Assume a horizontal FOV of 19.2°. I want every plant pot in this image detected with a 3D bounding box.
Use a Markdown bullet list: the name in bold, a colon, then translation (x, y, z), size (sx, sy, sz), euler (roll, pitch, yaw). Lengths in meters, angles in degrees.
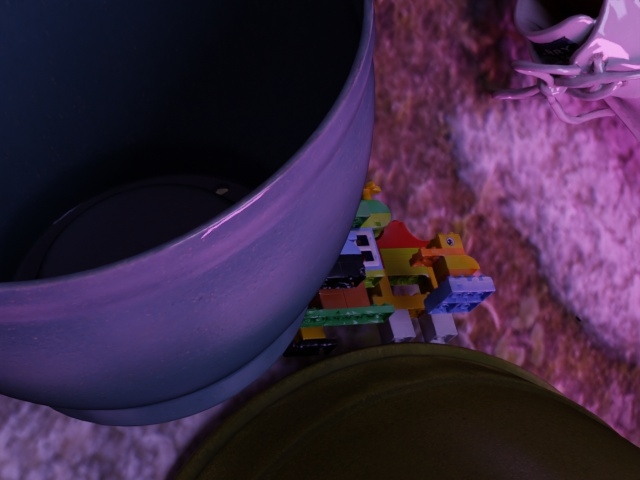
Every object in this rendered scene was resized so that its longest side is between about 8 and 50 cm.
- **plant pot**: translation (0.119, 0.256, 1.006), size (0.367, 0.353, 0.366), euler (-2, 95, -24)
- **plant pot**: translation (-0.104, -0.030, 0.938), size (0.293, 0.293, 0.196), euler (-48, 146, -26)

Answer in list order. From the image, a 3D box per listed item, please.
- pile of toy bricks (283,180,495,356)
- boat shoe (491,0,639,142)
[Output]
- **pile of toy bricks**: translation (0.000, 0.000, 1.119), size (0.212, 0.118, 0.105), euler (-1, 63, -30)
- **boat shoe**: translation (0.170, -0.143, 1.212), size (0.156, 0.136, 0.367), euler (-44, 117, -28)
